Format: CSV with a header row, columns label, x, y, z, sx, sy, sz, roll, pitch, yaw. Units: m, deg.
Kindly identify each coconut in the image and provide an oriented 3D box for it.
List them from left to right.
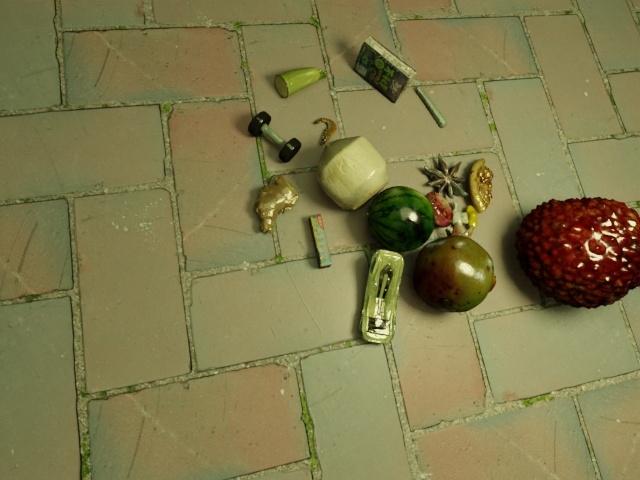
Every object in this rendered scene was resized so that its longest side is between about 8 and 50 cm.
label,x,y,z,sx,sy,sz,roll,pitch,yaw
coconut,0.106,-0.250,1.562,0.245,0.245,0.247,-37,84,-17

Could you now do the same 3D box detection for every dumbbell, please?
label,x,y,z,sx,sy,sz,roll,pitch,yaw
dumbbell,-0.170,-0.385,1.619,0.191,0.100,0.100,42,72,2

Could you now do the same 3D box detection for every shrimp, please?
label,x,y,z,sx,sy,sz,roll,pitch,yaw
shrimp,0.011,-0.427,1.703,0.091,0.025,0.127,24,68,-4

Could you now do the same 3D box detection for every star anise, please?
label,x,y,z,sx,sy,sz,roll,pitch,yaw
star anise,0.500,-0.250,1.725,0.204,0.061,0.181,14,78,-7

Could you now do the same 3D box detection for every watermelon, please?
label,x,y,z,sx,sy,sz,roll,pitch,yaw
watermelon,0.284,-0.076,1.549,0.242,0.242,0.242,3,75,-10

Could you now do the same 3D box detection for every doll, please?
label,x,y,z,sx,sy,sz,roll,pitch,yaw
doll,0.556,-0.079,1.694,0.113,0.071,0.135,18,77,3

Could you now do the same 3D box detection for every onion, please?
label,x,y,z,sx,sy,sz,roll,pitch,yaw
onion,0.423,-0.102,1.662,0.150,0.140,0.150,36,35,-30

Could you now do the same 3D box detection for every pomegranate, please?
label,x,y,z,sx,sy,sz,roll,pitch,yaw
pomegranate,0.479,0.106,1.538,0.291,0.291,0.323,48,42,4

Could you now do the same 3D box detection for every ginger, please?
label,x,y,z,sx,sy,sz,roll,pitch,yaw
ginger,-0.173,-0.134,1.568,0.137,0.074,0.213,39,78,1

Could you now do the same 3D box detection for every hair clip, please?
label,x,y,z,sx,sy,sz,roll,pitch,yaw
hair clip,0.211,0.195,1.544,0.138,0.091,0.321,12,85,-16

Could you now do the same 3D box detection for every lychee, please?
label,x,y,z,sx,sy,sz,roll,pitch,yaw
lychee,0.954,0.043,1.541,0.500,0.425,0.425,28,70,27

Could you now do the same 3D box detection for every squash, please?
label,x,y,z,sx,sy,sz,roll,pitch,yaw
squash,-0.065,-0.636,1.721,0.224,0.094,0.094,-25,81,-22

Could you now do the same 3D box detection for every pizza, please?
label,x,y,z,sx,sy,sz,roll,pitch,yaw
pizza,0.639,-0.226,1.727,0.127,0.058,0.246,34,60,-25

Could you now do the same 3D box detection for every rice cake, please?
label,x,y,z,sx,sy,sz,roll,pitch,yaw
rice cake,0.463,-0.562,1.819,0.033,0.033,0.208,-31,82,-15

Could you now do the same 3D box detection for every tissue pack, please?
label,x,y,z,sx,sy,sz,roll,pitch,yaw
tissue pack,0.250,-0.681,1.739,0.235,0.173,0.073,39,73,2

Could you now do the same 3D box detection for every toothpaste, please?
label,x,y,z,sx,sy,sz,roll,pitch,yaw
toothpaste,0.000,0.000,1.563,0.044,0.070,0.193,-10,77,-11

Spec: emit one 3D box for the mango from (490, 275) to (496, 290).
label,x,y,z,sx,sy,sz,roll,pitch,yaw
mango,0.610,0.166,1.637,0.127,0.063,0.077,-43,91,-12
